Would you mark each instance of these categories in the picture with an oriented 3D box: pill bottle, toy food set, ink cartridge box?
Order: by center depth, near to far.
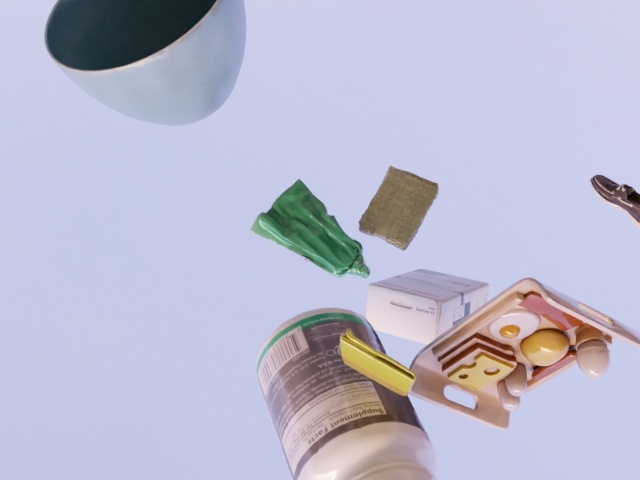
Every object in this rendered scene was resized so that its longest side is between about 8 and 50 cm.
[{"bbox_3d":[0.044,0.284,1.415,0.204,0.204,0.361,-7,-139,-16],"label":"pill bottle"},{"bbox_3d":[0.304,0.186,1.459,0.219,0.306,0.092,24,-136,-27],"label":"toy food set"},{"bbox_3d":[0.195,0.118,1.789,0.153,0.087,0.208,13,-167,32],"label":"ink cartridge box"}]

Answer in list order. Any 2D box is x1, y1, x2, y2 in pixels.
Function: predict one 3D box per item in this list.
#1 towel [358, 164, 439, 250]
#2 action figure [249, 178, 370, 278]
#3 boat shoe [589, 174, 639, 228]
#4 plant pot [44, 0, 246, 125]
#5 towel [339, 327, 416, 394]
[{"bbox_3d":[0.144,-0.060,1.791,0.110,0.027,0.148,24,-107,16],"label":"towel"},{"bbox_3d":[0.000,0.000,1.774,0.232,0.063,0.137,37,-100,27],"label":"action figure"},{"bbox_3d":[0.459,-0.063,1.463,0.046,0.038,0.125,-26,-119,-37],"label":"boat shoe"},{"bbox_3d":[-0.224,-0.283,1.433,0.290,0.195,0.290,-13,-130,15],"label":"plant pot"},{"bbox_3d":[0.074,0.157,1.235,0.102,0.237,0.021,28,-100,9],"label":"towel"}]
